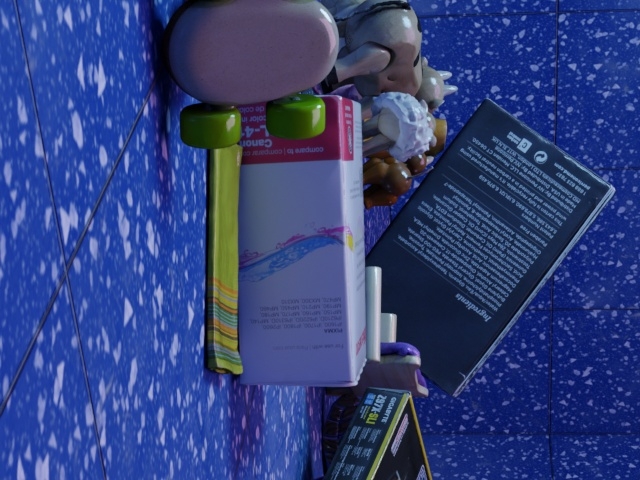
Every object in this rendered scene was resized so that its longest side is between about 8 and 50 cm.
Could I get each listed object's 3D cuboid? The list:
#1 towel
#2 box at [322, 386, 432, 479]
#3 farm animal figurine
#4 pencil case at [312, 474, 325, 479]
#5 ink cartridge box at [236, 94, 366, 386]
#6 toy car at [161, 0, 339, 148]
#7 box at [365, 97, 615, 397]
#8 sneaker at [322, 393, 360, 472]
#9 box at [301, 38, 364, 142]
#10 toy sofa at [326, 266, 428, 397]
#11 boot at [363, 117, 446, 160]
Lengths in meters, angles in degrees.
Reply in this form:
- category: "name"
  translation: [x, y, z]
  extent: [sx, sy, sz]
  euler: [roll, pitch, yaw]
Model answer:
- category: "towel"
  translation: [-0.093, 0.012, 1.355]
  extent: [0.102, 0.021, 0.237]
  euler: [55, 34, -80]
- category: "box"
  translation: [0.070, 0.418, 2.008]
  extent: [0.322, 0.079, 0.257]
  euler: [-60, 147, -43]
- category: "farm animal figurine"
  translation: [0.081, -0.226, 1.795]
  extent: [0.327, 0.172, 0.330]
  euler: [77, -9, -75]
- category: "pencil case"
  translation: [0.012, 0.428, 2.052]
  extent: [0.070, 0.064, 0.151]
  euler: [-119, -155, -75]
- category: "ink cartridge box"
  translation: [-0.020, -0.004, 1.528]
  extent: [0.226, 0.131, 0.306]
  euler: [-23, 113, -84]
- category: "toy car"
  translation: [-0.082, -0.181, 1.194]
  extent: [0.188, 0.149, 0.155]
  euler: [-141, -133, -60]
- category: "box"
  translation: [0.291, 0.008, 2.647]
  extent: [0.471, 0.297, 0.480]
  euler: [-55, 176, 5]
- category: "sneaker"
  translation: [0.038, 0.363, 2.318]
  extent: [0.087, 0.083, 0.221]
  euler: [-125, -142, -77]
- category: "box"
  translation: [0.021, -0.198, 2.141]
  extent: [0.183, 0.059, 0.232]
  euler: [62, 26, -55]
- category: "toy sofa"
  translation: [0.080, 0.154, 2.212]
  extent: [0.362, 0.177, 0.150]
  euler: [64, 26, -73]
- category: "boot"
  translation: [0.114, -0.199, 2.395]
  extent: [0.295, 0.211, 0.104]
  euler: [51, 38, -79]
